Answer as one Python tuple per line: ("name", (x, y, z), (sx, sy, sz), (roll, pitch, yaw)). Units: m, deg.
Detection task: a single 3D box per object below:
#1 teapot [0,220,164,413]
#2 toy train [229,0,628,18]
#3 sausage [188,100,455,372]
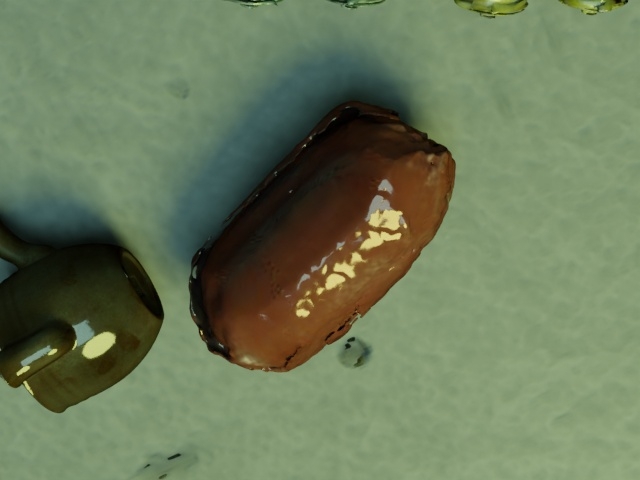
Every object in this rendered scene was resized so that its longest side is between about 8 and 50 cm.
("teapot", (-0.126, 0.021, 0.850), (0.080, 0.085, 0.110), (-30, 92, 8))
("toy train", (0.038, -0.129, 0.791), (0.202, 0.081, 0.060), (0, 114, -10))
("sausage", (0.000, 0.000, 0.845), (0.076, 0.076, 0.141), (38, 106, -17))
